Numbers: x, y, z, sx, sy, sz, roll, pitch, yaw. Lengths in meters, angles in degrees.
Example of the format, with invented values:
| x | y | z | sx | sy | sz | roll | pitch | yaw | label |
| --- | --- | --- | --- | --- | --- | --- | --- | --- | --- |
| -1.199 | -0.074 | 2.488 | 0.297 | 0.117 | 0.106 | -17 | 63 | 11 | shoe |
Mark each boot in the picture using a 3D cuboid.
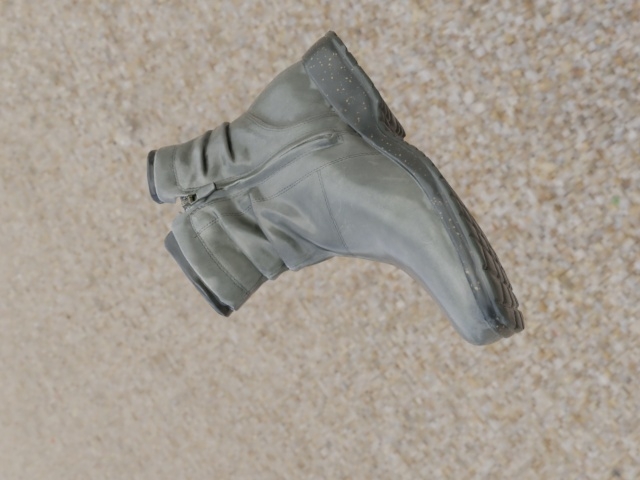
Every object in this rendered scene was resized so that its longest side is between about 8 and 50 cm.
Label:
| x | y | z | sx | sy | sz | roll | pitch | yaw | label |
| --- | --- | --- | --- | --- | --- | --- | --- | --- | --- |
| 0.000 | 0.000 | 0.638 | 0.246 | 0.161 | 0.083 | 58 | -173 | 35 | boot |
